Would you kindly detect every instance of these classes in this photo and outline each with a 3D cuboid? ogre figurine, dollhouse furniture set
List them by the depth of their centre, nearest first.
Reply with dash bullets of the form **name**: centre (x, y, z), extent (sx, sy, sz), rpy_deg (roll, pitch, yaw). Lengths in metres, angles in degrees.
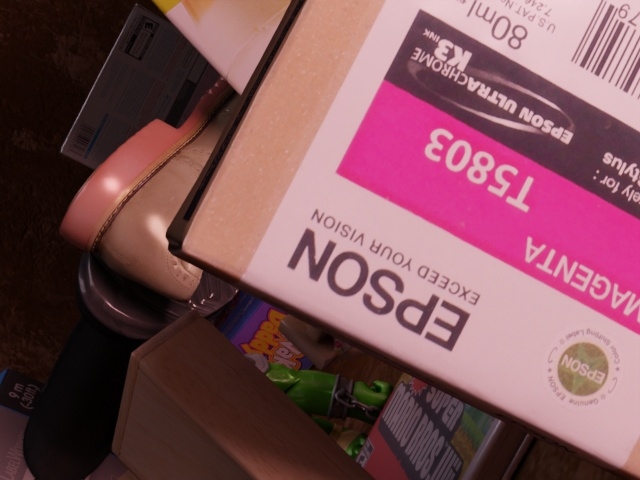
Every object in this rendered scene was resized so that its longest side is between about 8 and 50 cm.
- **dollhouse furniture set**: centre (0.068, 0.067, 0.792), extent (0.355, 0.174, 0.303), rpy_deg (-35, -21, -35)
- **ogre figurine**: centre (-0.039, 0.148, 1.006), extent (0.197, 0.118, 0.097), rpy_deg (-43, 22, 62)

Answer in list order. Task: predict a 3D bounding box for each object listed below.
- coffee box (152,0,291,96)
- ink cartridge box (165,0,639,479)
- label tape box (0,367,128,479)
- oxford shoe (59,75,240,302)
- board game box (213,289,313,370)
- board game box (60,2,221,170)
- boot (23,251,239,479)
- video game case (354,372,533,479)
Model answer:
- **coffee box**: centre (0.019, -0.348, 1.146), extent (0.337, 0.334, 0.338), rpy_deg (-34, 23, 23)
- **ink cartridge box**: centre (0.082, -0.029, 0.565), extent (0.193, 0.234, 0.088), rpy_deg (-64, 10, -3)
- **label tape box**: centre (-0.371, 0.278, 1.622), extent (0.115, 0.347, 0.249), rpy_deg (-57, 12, 22)
- **oxford shoe**: centre (-0.077, -0.068, 1.273), extent (0.397, 0.146, 0.140), rpy_deg (-46, -7, -44)
- **board game box**: centre (0.000, 0.000, 1.285), extent (0.347, 0.078, 0.233), rpy_deg (-50, 16, 47)
- **board game box**: centre (-0.167, -0.148, 1.812), extent (0.224, 0.303, 0.097), rpy_deg (-62, 11, -2)
- **boot**: centre (-0.227, 0.113, 1.442), extent (0.445, 0.146, 0.367), rpy_deg (-51, 3, 34)
- **video game case**: centre (0.098, 0.072, 0.806), extent (0.285, 0.025, 0.204), rpy_deg (-61, 11, 5)
